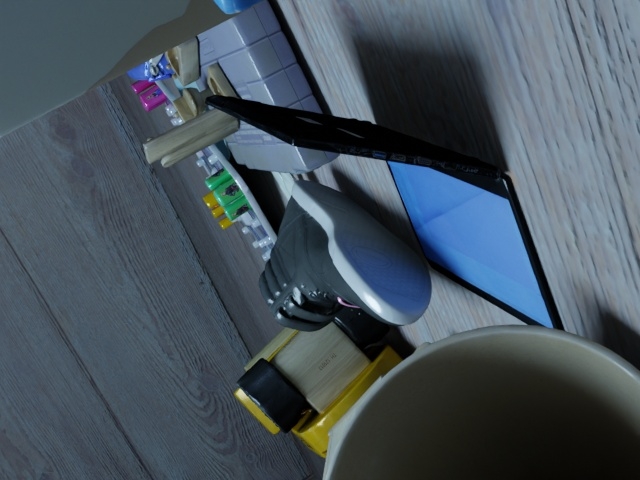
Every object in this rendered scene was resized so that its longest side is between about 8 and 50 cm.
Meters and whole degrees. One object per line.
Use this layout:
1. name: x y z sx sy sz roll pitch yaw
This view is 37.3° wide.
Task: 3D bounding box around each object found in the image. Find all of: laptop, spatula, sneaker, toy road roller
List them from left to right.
1. spatula: 0.000 0.000 1.291 0.242 0.019 0.168 60 169 -15
2. sneaker: 0.020 0.054 1.018 0.146 0.105 0.295 -69 27 17
3. toy road roller: 0.028 0.216 1.307 0.240 0.202 0.329 46 169 0
4. laptop: 0.047 -0.024 0.795 0.234 0.265 0.136 -147 66 -64

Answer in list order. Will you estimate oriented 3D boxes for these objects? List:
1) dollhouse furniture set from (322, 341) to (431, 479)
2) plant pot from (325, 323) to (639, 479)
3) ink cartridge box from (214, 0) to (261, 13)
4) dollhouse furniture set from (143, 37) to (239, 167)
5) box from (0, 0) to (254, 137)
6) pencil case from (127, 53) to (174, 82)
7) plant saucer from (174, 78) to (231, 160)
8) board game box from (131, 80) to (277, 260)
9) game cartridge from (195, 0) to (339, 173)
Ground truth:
1. dollhouse furniture set: 0.187 0.311 1.071 0.356 0.303 0.173 30 -148 -12
2. plant pot: 0.170 0.235 0.729 0.256 0.256 0.274 51 -179 37
3. ink cartridge box: -0.083 -0.362 0.462 0.285 0.166 0.395 52 167 31
4. dollhouse furniture set: -0.191 -0.178 1.168 0.151 0.123 0.144 59 167 9
5. box: -0.152 -0.223 0.718 0.148 0.311 0.121 49 164 42
6. pencil case: -0.265 -0.359 1.320 0.133 0.120 0.306 -97 -10 -49
7. plant saucer: -0.180 -0.217 1.507 0.195 0.037 0.195 55 167 19
8. board game box: -0.163 -0.067 1.646 0.390 0.050 0.390 50 172 42
9. game cartridge: -0.089 -0.192 1.153 0.230 0.068 0.355 59 168 -14
